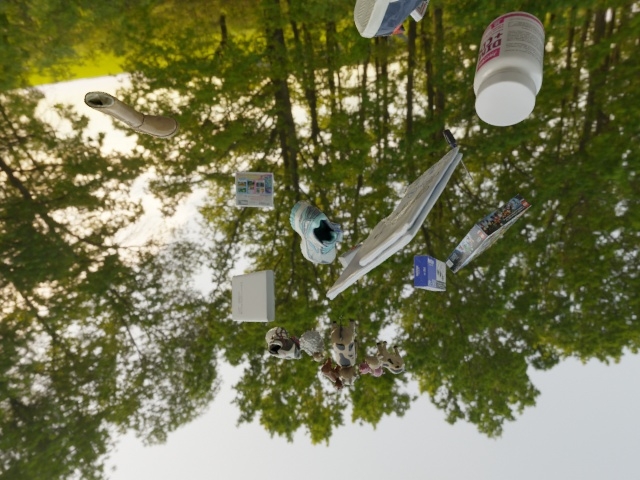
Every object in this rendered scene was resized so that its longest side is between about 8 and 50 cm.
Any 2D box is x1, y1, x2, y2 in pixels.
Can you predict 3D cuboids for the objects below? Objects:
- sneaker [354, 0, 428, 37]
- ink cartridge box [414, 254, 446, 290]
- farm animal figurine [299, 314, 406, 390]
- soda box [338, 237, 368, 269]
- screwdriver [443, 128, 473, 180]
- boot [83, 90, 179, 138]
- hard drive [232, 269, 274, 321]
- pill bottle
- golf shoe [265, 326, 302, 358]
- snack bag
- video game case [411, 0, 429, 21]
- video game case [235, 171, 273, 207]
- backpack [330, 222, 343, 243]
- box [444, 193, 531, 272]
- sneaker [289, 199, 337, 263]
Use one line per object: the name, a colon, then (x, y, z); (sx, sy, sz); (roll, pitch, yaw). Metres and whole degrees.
sneaker: (0.200, -0.612, 0.907); (0.148, 0.131, 0.350); (-7, 158, -21)
ink cartridge box: (0.356, 0.109, 1.330); (0.046, 0.097, 0.207); (-4, 168, 31)
farm animal figurine: (0.124, 0.441, 1.540); (0.331, 0.326, 0.172); (-22, -157, 15)
soda box: (0.176, 0.038, 1.521); (0.216, 0.073, 0.069); (-32, -172, -14)
screwdriver: (0.375, -0.231, 1.124); (0.025, 0.169, 0.024); (-25, 161, 26)
boot: (-0.716, -0.481, 1.590); (0.236, 0.089, 0.269); (4, 175, 11)
hard drive: (-0.333, 0.273, 1.999); (0.047, 0.232, 0.353); (5, 169, -37)
pill bottle: (0.489, -0.444, 1.070); (0.161, 0.160, 0.283); (4, -123, 25)
golf shoe: (-0.187, 0.445, 1.799); (0.120, 0.105, 0.273); (-2, -177, -34)
snack bag: (0.163, -0.036, 0.949); (0.323, 0.037, 0.342); (-51, -177, -38)
video game case: (0.230, -0.827, 1.243); (0.025, 0.285, 0.204); (-20, -140, 52)
video game case: (-0.274, -0.212, 1.709); (0.157, 0.143, 0.019); (3, -167, 3)
backpack: (0.038, -0.032, 1.677); (0.105, 0.084, 0.114); (7, -179, -20)
box: (0.440, -0.012, 1.104); (0.159, 0.233, 0.044); (-31, -111, -17)
sneaker: (0.000, 0.000, 1.302); (0.122, 0.283, 0.110); (25, -112, 36)
